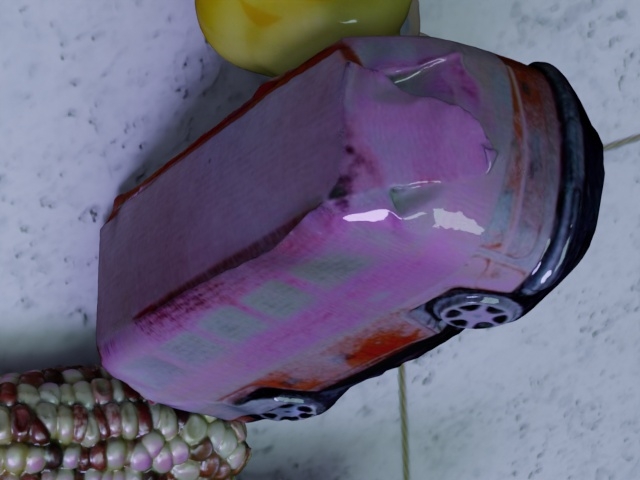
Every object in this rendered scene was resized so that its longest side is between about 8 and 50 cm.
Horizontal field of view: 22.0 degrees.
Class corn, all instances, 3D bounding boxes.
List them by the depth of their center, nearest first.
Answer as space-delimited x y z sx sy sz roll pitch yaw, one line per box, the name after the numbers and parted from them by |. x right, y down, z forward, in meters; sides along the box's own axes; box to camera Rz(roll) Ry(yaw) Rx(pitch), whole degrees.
-0.170 0.114 0.946 0.281 0.092 0.092 3 114 -27 | corn

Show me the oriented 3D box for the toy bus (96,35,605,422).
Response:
0.000 0.000 0.855 0.147 0.303 0.127 16 63 -27 | toy bus

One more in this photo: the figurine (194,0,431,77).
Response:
0.013 -0.122 0.891 0.131 0.156 0.246 -28 136 14 | figurine
